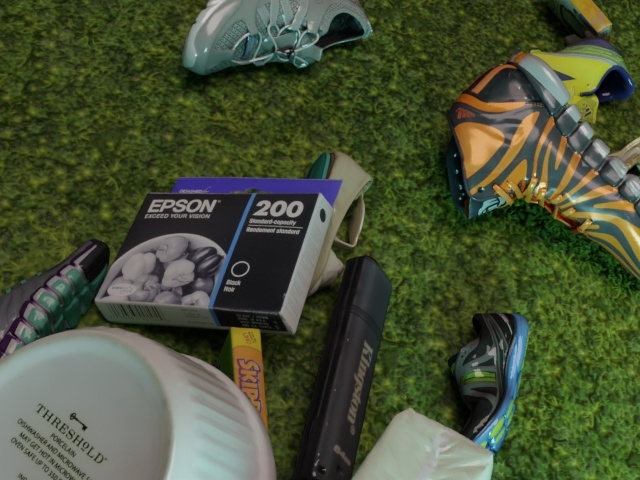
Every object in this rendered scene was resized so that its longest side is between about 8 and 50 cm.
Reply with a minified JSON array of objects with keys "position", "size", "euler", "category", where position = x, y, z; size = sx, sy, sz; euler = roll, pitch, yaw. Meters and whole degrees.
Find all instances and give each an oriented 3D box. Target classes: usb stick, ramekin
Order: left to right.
[{"position":[-0.182,0.192,0.751],"size":[0.273,0.127,0.273],"euler":[-10,57,16],"category":"ramekin"},{"position":[0.025,0.138,0.963],"size":[0.045,0.077,0.278],"euler":[-3,49,23],"category":"usb stick"}]

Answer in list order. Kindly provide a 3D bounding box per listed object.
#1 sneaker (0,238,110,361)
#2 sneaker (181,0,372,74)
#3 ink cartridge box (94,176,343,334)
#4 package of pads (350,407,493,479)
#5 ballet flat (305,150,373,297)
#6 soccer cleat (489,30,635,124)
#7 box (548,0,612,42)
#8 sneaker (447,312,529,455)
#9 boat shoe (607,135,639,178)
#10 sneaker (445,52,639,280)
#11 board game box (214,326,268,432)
[{"position":[-0.294,0.066,0.910],"size":[0.098,0.083,0.224],"euler":[27,53,9],"category":"sneaker"},{"position":[-0.047,-0.267,1.201],"size":[0.281,0.105,0.115],"euler":[-30,69,-32],"category":"sneaker"},{"position":[-0.099,-0.003,0.985],"size":[0.206,0.045,0.208],"euler":[2,49,20],"category":"ink cartridge box"},{"position":[0.017,0.309,0.743],"size":[0.101,0.229,0.296],"euler":[27,50,15],"category":"package of pads"},{"position":[0.000,0.000,1.052],"size":[0.086,0.086,0.248],"euler":[24,52,0],"category":"ballet flat"},{"position":[0.307,-0.193,1.269],"size":[0.289,0.093,0.121],"euler":[-25,69,-30],"category":"soccer cleat"},{"position":[0.370,-0.334,1.393],"size":[0.028,0.081,0.136],"euler":[-34,66,-1],"category":"box"},{"position":[0.168,0.154,1.010],"size":[0.078,0.067,0.188],"euler":[10,53,16],"category":"sneaker"},{"position":[0.410,-0.101,1.267],"size":[0.135,0.050,0.045],"euler":[-29,71,-21],"category":"boat shoe"},{"position":[0.265,-0.052,1.150],"size":[0.180,0.124,0.321],"euler":[-36,83,-9],"category":"sneaker"},{"position":[-0.071,0.219,0.842],"size":[0.039,0.124,0.259],"euler":[6,55,-15],"category":"board game box"}]
